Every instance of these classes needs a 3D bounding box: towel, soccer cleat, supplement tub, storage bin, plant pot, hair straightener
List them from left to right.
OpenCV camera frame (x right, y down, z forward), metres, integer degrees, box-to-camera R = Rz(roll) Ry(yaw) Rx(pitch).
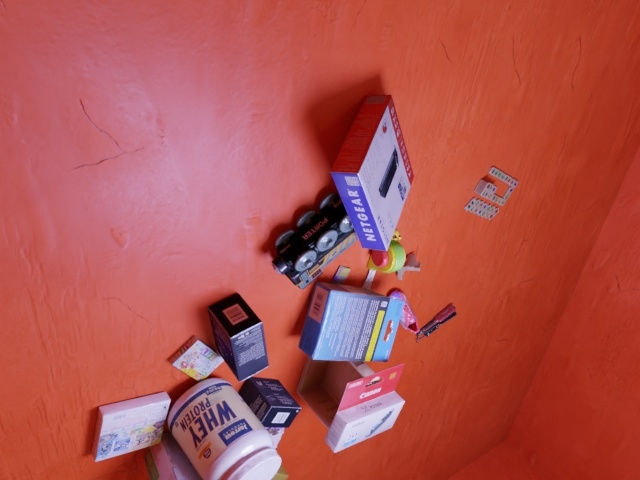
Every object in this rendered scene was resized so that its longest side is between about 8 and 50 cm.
[{"bbox_3d":[-0.295,0.612,1.734,0.235,0.325,0.235,-32,146,-25],"label":"supplement tub"},{"bbox_3d":[-0.198,0.951,2.294,0.083,0.081,0.081,36,94,-37],"label":"plant pot"},{"bbox_3d":[0.063,0.527,2.052,0.123,0.262,0.261,-7,125,-39],"label":"storage bin"},{"bbox_3d":[0.067,0.125,1.939,0.060,0.009,0.083,12,112,-46],"label":"towel"},{"bbox_3d":[0.332,0.281,2.226,0.083,0.095,0.248,-40,139,-9],"label":"soccer cleat"},{"bbox_3d":[0.512,0.382,2.498,0.230,0.047,0.089,-39,138,-11],"label":"hair straightener"}]

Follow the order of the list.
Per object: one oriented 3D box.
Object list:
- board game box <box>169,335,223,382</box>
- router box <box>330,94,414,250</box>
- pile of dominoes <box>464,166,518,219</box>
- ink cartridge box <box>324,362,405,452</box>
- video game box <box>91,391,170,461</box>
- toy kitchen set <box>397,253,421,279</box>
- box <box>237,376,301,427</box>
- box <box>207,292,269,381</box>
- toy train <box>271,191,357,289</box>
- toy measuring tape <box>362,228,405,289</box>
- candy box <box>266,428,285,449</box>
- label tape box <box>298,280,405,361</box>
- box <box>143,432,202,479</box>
[{"bbox_3d":[-0.375,0.363,1.721,0.103,0.026,0.154,-44,139,-6],"label":"board game box"},{"bbox_3d":[0.161,-0.188,1.616,0.301,0.082,0.335,-67,149,-30],"label":"router box"},{"bbox_3d":[0.687,-0.173,2.231,0.251,0.040,0.196,14,110,-46],"label":"pile of dominoes"},{"bbox_3d":[0.173,0.571,1.934,0.296,0.066,0.261,-6,125,-42],"label":"ink cartridge box"},{"bbox_3d":[-0.565,0.554,1.686,0.205,0.048,0.187,-3,120,-40],"label":"video game box"},{"bbox_3d":[0.334,0.100,2.115,0.068,0.083,0.075,-71,160,-44],"label":"toy kitchen set"},{"bbox_3d":[-0.178,0.557,1.942,0.156,0.158,0.093,23,103,-47],"label":"box"},{"bbox_3d":[-0.243,0.290,1.684,0.108,0.153,0.207,-25,133,-25],"label":"box"},{"bbox_3d":[0.000,0.000,1.699,0.334,0.142,0.190,-41,151,-12],"label":"toy train"},{"bbox_3d":[0.222,0.108,1.983,0.121,0.121,0.330,-8,125,-38],"label":"toy measuring tape"},{"bbox_3d":[-0.220,0.714,2.094,0.164,0.070,0.196,4,117,-43],"label":"candy box"},{"bbox_3d":[0.110,0.287,1.951,0.333,0.106,0.241,11,97,-36],"label":"label tape box"},{"bbox_3d":[-0.404,0.749,1.792,0.231,0.262,0.127,20,106,-39],"label":"box"}]
